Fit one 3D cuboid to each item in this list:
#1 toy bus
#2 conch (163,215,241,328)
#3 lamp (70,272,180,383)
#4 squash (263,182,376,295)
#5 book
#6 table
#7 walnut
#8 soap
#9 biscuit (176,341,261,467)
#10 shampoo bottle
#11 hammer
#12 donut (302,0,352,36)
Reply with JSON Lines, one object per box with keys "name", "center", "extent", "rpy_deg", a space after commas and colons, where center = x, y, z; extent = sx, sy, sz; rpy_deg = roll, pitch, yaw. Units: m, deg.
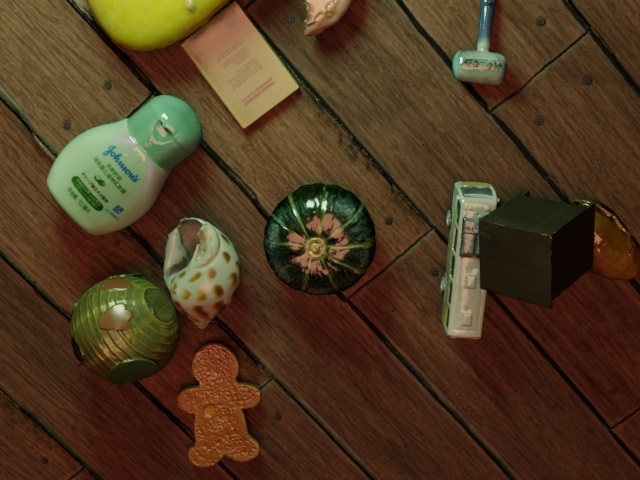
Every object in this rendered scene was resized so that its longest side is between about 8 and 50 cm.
{"name": "toy bus", "center": [0.329, 0.045, 1.738], "extent": [0.097, 0.138, 0.343], "rpy_deg": [4, 107, 2]}
{"name": "conch", "center": [-0.266, 0.084, 1.758], "extent": [0.148, 0.182, 0.275], "rpy_deg": [8, 113, -44]}
{"name": "lamp", "center": [-0.457, 0.211, 1.756], "extent": [0.284, 0.250, 0.250], "rpy_deg": [-35, 102, 25]}
{"name": "squash", "center": [0.000, 0.000, 1.721], "extent": [0.252, 0.165, 0.252], "rpy_deg": [1, 104, 5]}
{"name": "book", "center": [-0.174, -0.382, 1.692], "extent": [0.161, 0.026, 0.231], "rpy_deg": [-34, 102, 11]}
{"name": "table", "center": [0.459, 0.015, 1.637], "extent": [0.169, 0.193, 0.173], "rpy_deg": [16, 123, 40]}
{"name": "walnut", "center": [0.626, 0.000, 1.721], "extent": [0.137, 0.137, 0.245], "rpy_deg": [-43, 109, 12]}
{"name": "soap", "center": [-0.298, -0.579, 1.573], "extent": [0.427, 0.115, 0.306], "rpy_deg": [-31, 89, 17]}
{"name": "biscuit", "center": [-0.244, 0.398, 1.895], "extent": [0.205, 0.049, 0.324], "rpy_deg": [-8, 105, 2]}
{"name": "shampoo bottle", "center": [-0.412, -0.176, 1.690], "extent": [0.349, 0.151, 0.222], "rpy_deg": [-36, 99, 9]}
{"name": "hammer", "center": [0.346, -0.433, 1.651], "extent": [0.116, 0.069, 0.194], "rpy_deg": [6, 97, 0]}
{"name": "donut", "center": [-0.030, -0.557, 1.610], "extent": [0.233, 0.085, 0.199], "rpy_deg": [41, 103, -9]}
